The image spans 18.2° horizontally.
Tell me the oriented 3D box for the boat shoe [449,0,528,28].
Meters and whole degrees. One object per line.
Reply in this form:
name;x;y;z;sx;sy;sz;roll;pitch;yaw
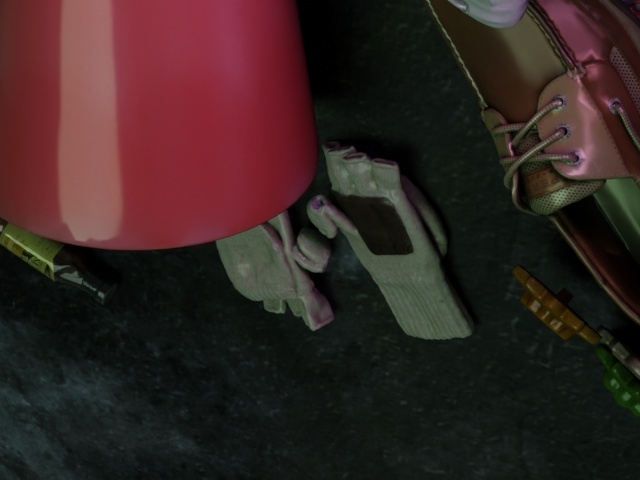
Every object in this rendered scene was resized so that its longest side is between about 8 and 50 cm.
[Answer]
boat shoe;0.049;-0.229;1.330;0.258;0.095;0.084;52;157;37

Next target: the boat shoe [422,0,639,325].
boat shoe;0.184;-0.069;1.382;0.324;0.120;0.122;48;141;-10

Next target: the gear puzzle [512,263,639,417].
gear puzzle;0.265;0.141;1.515;0.339;0.044;0.175;43;-176;-3

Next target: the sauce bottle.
sauce bottle;-0.251;0.016;1.896;0.128;0.042;0.042;34;141;11

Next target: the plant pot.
plant pot;-0.133;-0.164;1.477;0.275;0.275;0.243;18;125;26

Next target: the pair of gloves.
pair of gloves;0.000;0.000;1.678;0.240;0.042;0.204;6;130;36

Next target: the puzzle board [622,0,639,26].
puzzle board;0.213;-0.156;1.381;0.128;0.011;0.096;-9;120;43
